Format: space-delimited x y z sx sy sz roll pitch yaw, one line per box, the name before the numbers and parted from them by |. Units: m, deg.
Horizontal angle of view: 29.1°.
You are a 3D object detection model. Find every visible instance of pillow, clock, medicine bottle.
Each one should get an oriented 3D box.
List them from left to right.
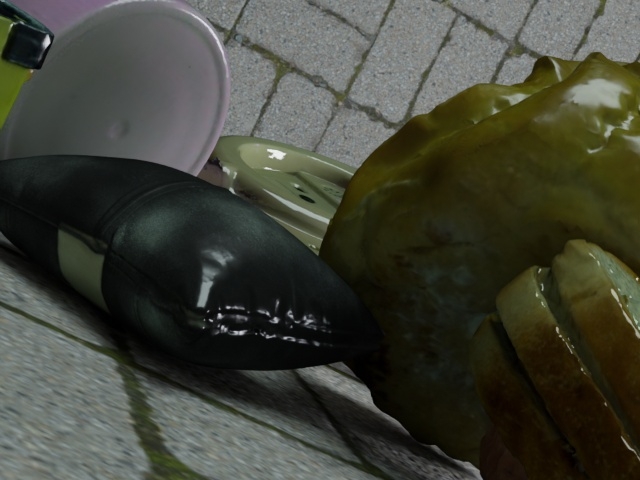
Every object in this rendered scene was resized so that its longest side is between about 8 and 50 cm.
medicine bottle | -0.247 -0.167 0.987 0.325 0.256 0.256 39 8 32
pillow | -0.098 0.008 0.798 0.249 0.106 0.186 27 9 37
clock | 0.000 0.000 1.150 0.309 0.114 0.284 10 20 -43

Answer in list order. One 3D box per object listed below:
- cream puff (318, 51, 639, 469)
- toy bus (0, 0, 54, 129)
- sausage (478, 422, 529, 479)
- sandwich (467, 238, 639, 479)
cream puff | 0.168 0.001 0.896 0.291 0.257 0.324 26 -42 6
toy bus | -0.254 -0.084 0.474 0.262 0.150 0.128 18 10 -46
sausage | 0.232 0.196 0.823 0.289 0.086 0.086 29 3 -15
sandwich | 0.221 0.140 0.700 0.288 0.099 0.254 27 29 -42
